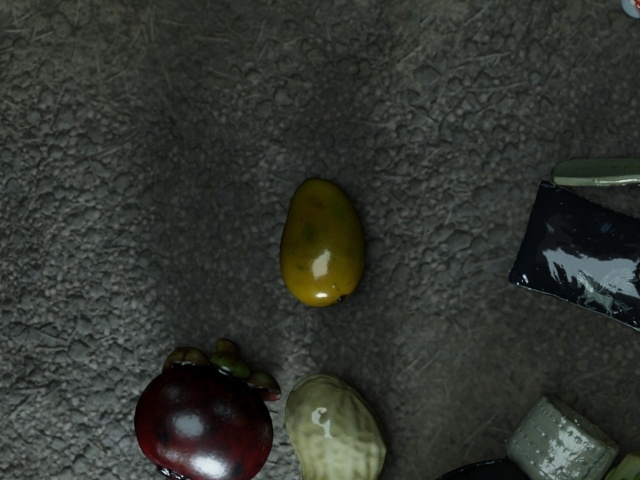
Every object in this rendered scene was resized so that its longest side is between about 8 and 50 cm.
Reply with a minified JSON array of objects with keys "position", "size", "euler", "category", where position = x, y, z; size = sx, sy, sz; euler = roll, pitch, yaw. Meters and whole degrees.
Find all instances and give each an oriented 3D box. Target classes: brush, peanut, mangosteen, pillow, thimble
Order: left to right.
[{"position":[-0.139,0.217,1.792],"size":[0.200,0.200,0.200],"euler":[0,90,17],"category":"mangosteen"},{"position":[0.028,0.290,1.760],"size":[0.123,0.123,0.257],"euler":[-12,89,17],"category":"peanut"},{"position":[0.285,0.248,1.683],"size":[0.090,0.102,0.115],"euler":[-55,45,9],"category":"thimble"},{"position":[0.340,0.024,1.695],"size":[0.208,0.055,0.141],"euler":[19,87,16],"category":"pillow"},{"position":[0.422,-0.083,1.632],"size":[0.336,0.085,0.020],"euler":[-2,126,32],"category":"brush"}]

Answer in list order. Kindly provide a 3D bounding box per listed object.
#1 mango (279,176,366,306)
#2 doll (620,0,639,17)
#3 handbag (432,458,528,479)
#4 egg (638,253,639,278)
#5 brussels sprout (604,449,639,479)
[{"position":[0.004,0.003,1.781],"size":[0.111,0.089,0.163],"euler":[9,84,18],"category":"mango"},{"position":[0.461,-0.274,1.629],"size":[0.200,0.105,0.336],"euler":[-40,79,20],"category":"doll"},{"position":[0.203,0.448,1.663],"size":[0.342,0.152,0.288],"euler":[53,138,12],"category":"handbag"},{"position":[0.520,0.065,1.547],"size":[0.337,0.337,0.201],"euler":[-13,127,17],"category":"egg"},{"position":[0.378,0.337,1.638],"size":[0.145,0.131,0.183],"euler":[-26,85,10],"category":"brussels sprout"}]
